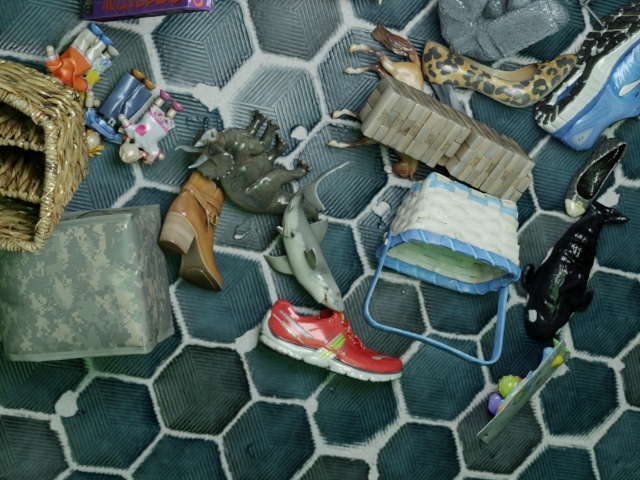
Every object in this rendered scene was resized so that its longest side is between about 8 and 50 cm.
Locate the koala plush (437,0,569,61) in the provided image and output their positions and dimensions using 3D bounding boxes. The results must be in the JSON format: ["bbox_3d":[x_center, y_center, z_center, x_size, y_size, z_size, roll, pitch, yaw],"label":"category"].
[{"bbox_3d":[0.323,-0.426,1.562,0.196,0.203,0.221,49,45,-6],"label":"koala plush"}]

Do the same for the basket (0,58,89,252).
[{"bbox_3d":[-0.526,-0.140,1.362,0.299,0.223,0.214,11,130,4],"label":"basket"}]

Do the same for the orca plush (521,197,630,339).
[{"bbox_3d":[0.485,0.065,1.690,0.151,0.102,0.287,42,89,-13],"label":"orca plush"}]

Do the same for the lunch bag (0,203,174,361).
[{"bbox_3d":[-0.407,0.071,1.498,0.286,0.169,0.235,-5,98,10],"label":"lunch bag"}]

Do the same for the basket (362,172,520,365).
[{"bbox_3d":[0.223,0.051,1.579,0.254,0.201,0.289,22,65,-12],"label":"basket"}]

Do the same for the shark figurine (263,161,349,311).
[{"bbox_3d":[-0.015,-0.025,1.573,0.116,0.166,0.278,-37,137,-36],"label":"shark figurine"}]

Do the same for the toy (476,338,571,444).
[{"bbox_3d":[0.373,0.276,1.709,0.237,0.137,0.056,-44,62,0],"label":"toy"}]

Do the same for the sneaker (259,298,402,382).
[{"bbox_3d":[0.032,0.179,1.631,0.278,0.107,0.118,20,85,-14],"label":"sneaker"}]

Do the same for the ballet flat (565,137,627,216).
[{"bbox_3d":[0.513,-0.121,1.695,0.057,0.049,0.173,32,88,-11],"label":"ballet flat"}]

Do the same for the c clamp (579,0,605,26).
[{"bbox_3d":[0.523,-0.493,1.658,0.160,0.022,0.137,-44,88,-2],"label":"c clamp"}]

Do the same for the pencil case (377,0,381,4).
[{"bbox_3d":[-0.073,-0.487,1.488,0.410,0.160,0.184,0,115,-10],"label":"pencil case"}]

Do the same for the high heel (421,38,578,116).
[{"bbox_3d":[0.317,-0.322,1.610,0.261,0.093,0.186,-28,108,4],"label":"high heel"}]

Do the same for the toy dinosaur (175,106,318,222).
[{"bbox_3d":[-0.118,-0.123,1.565,0.160,0.121,0.313,-43,134,-3],"label":"toy dinosaur"}]

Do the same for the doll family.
[{"bbox_3d":[-0.368,-0.231,1.512,0.263,0.118,0.163,43,82,-30],"label":"doll family"}]

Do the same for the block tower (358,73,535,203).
[{"bbox_3d":[0.221,-0.175,1.565,0.335,0.097,0.091,21,116,-29],"label":"block tower"}]

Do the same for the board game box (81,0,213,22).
[{"bbox_3d":[-0.269,-0.447,1.378,0.056,0.346,0.208,-7,102,-39],"label":"board game box"}]

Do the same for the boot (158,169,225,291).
[{"bbox_3d":[-0.200,-0.012,1.573,0.072,0.197,0.152,5,58,23],"label":"boot"}]

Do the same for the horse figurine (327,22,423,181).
[{"bbox_3d":[0.117,-0.248,1.604,0.174,0.066,0.263,12,98,-6],"label":"horse figurine"}]

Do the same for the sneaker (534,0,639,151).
[{"bbox_3d":[0.542,-0.301,1.656,0.147,0.130,0.330,40,93,-27],"label":"sneaker"}]
